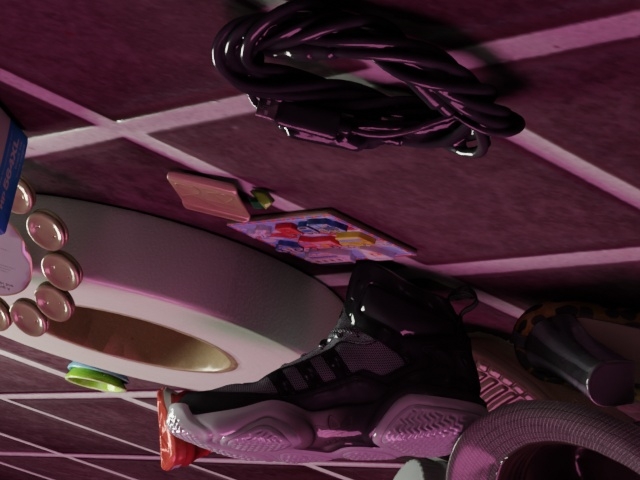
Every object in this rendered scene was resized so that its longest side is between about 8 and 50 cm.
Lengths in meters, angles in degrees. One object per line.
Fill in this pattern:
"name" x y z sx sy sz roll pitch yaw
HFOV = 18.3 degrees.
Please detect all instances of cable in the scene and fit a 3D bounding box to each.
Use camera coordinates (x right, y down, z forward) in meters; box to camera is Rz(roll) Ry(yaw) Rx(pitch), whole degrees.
"cable" 0.031 -0.095 1.168 0.184 0.047 0.150 14 160 9

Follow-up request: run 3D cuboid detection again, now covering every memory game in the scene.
"memory game" -0.273 0.002 1.631 0.186 0.012 0.186 17 131 21

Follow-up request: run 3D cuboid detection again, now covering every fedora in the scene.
"fedora" 0.243 0.219 1.558 0.275 0.243 0.124 10 -152 42

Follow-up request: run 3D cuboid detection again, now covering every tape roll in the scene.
"tape roll" -0.167 0.058 1.815 0.392 0.072 0.392 12 164 4

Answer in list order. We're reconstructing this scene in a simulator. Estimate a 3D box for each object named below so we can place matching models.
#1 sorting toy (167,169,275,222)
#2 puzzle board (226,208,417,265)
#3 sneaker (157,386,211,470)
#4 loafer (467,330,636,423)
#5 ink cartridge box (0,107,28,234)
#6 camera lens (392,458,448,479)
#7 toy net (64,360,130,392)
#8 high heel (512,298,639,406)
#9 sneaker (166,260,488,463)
"sorting toy" -0.072 -0.033 1.519 0.083 0.012 0.062 13 160 14
"puzzle board" 0.000 0.000 1.577 0.096 0.011 0.128 26 161 -37
"sneaker" -0.117 0.201 2.232 0.128 0.087 0.221 -3 -170 -4
"loafer" 0.201 0.160 1.821 0.102 0.092 0.268 -32 122 32
"ink cartridge box" -0.312 -0.082 1.411 0.148 0.086 0.203 10 163 12
"camera lens" 0.214 0.393 2.397 0.274 0.219 0.219 17 164 -11
"toy net" -0.175 0.146 2.180 0.122 0.045 0.232 25 161 -36
"high heel" 0.290 0.091 1.587 0.261 0.093 0.186 5 -169 -18
"sneaker" 0.007 0.101 1.644 0.269 0.153 0.101 -3 162 13
